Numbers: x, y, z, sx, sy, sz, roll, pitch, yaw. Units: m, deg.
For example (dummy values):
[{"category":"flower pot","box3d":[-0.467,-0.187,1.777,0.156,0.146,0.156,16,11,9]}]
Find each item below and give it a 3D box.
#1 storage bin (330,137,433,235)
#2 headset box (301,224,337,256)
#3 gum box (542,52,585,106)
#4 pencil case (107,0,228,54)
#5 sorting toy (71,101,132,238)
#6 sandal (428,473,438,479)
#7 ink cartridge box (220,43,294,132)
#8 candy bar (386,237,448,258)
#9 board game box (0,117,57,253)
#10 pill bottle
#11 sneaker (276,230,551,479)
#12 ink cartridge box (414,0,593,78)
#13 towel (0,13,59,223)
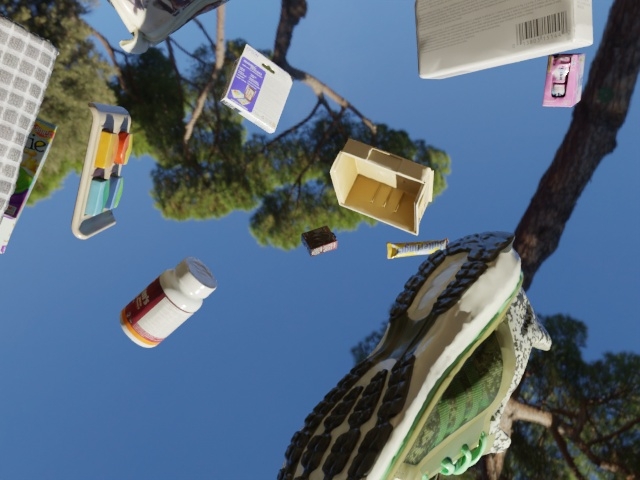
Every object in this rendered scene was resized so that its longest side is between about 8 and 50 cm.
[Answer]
[{"category":"storage bin","box3d":[0.183,-0.156,1.764,0.262,0.260,0.123,23,-103,16]},{"category":"headset box","box3d":[0.000,0.000,1.568,0.083,0.032,0.062,-19,-128,-16]},{"category":"gum box","box3d":[0.543,-0.360,1.354,0.062,0.107,0.188,8,-160,26]},{"category":"pencil case","box3d":[-0.083,-0.377,0.718,0.411,0.160,0.183,-30,-100,-7]},{"category":"sorting toy","box3d":[-0.349,-0.116,0.998,0.038,0.208,0.193,10,-171,-5]},{"category":"sandal","box3d":[0.147,0.155,0.746,0.086,0.120,0.302,-1,-114,57]},{"category":"ink cartridge box","box3d":[-0.201,-0.487,1.959,0.045,0.206,0.208,-1,-115,53]},{"category":"candy bar","box3d":[0.238,0.018,1.476,0.162,0.018,0.040,-4,-98,-10]},{"category":"board game box","box3d":[-0.684,-0.138,1.288,0.144,0.142,0.275,23,-133,-24]},{"category":"pill bottle","box3d":[-0.358,0.143,1.438,0.221,0.121,0.121,-41,-133,13]},{"category":"sneaker","box3d":[0.119,0.181,0.604,0.410,0.182,0.158,-49,-167,-21]},{"category":"ink cartridge box","box3d":[0.280,-0.419,0.986,0.066,0.260,0.296,-12,-171,-39]},{"category":"towel","box3d":[-0.429,-0.144,0.586,0.121,0.284,0.234,12,-96,47]}]
